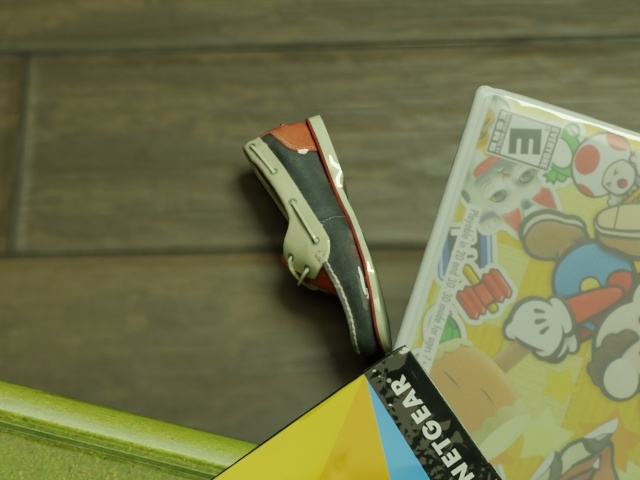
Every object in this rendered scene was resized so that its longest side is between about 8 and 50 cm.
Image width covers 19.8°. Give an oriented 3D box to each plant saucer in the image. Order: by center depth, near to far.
[{"bbox_3d":[-0.112,0.155,0.819,0.188,0.045,0.188,13,65,8],"label":"plant saucer"}]

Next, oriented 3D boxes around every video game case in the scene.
[{"bbox_3d":[0.133,0.070,0.803,0.206,0.026,0.227,19,97,11],"label":"video game case"}]

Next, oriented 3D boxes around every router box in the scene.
[{"bbox_3d":[0.032,0.155,0.775,0.133,0.046,0.179,-35,86,-7],"label":"router box"}]

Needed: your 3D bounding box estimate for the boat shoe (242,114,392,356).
[{"bbox_3d":[0.000,0.000,0.893,0.043,0.049,0.137,-18,61,-4],"label":"boat shoe"}]
